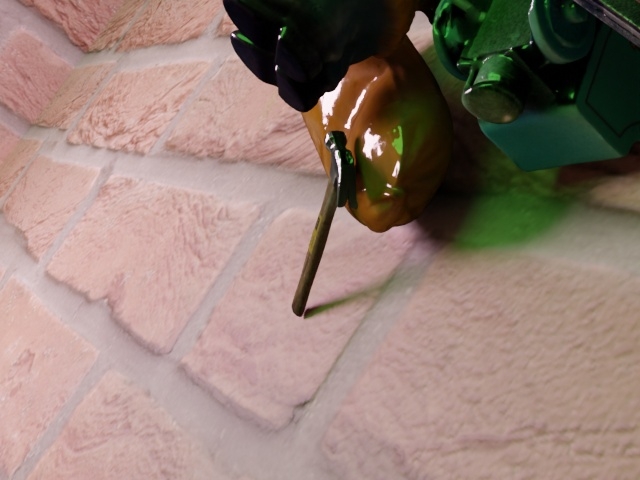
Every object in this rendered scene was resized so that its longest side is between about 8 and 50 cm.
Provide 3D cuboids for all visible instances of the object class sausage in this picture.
[{"bbox_3d":[0.044,-0.119,0.839,0.134,0.116,0.354,-60,26,27],"label":"sausage"}]

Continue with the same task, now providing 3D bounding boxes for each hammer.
[{"bbox_3d":[0.000,0.000,0.772,0.062,0.017,0.182,-107,24,-43],"label":"hammer"}]

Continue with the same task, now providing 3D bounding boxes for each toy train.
[{"bbox_3d":[0.166,-0.146,0.641,0.107,0.154,0.197,-5,53,52],"label":"toy train"}]

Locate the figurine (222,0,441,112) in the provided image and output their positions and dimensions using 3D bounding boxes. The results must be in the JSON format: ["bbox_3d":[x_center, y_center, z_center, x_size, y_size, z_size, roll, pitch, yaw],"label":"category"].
[{"bbox_3d":[0.087,-0.235,0.737,0.332,0.205,0.185,-61,-5,-14],"label":"figurine"}]

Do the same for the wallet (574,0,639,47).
[{"bbox_3d":[0.227,-0.137,0.511,0.119,0.025,0.232,-43,65,-5],"label":"wallet"}]
